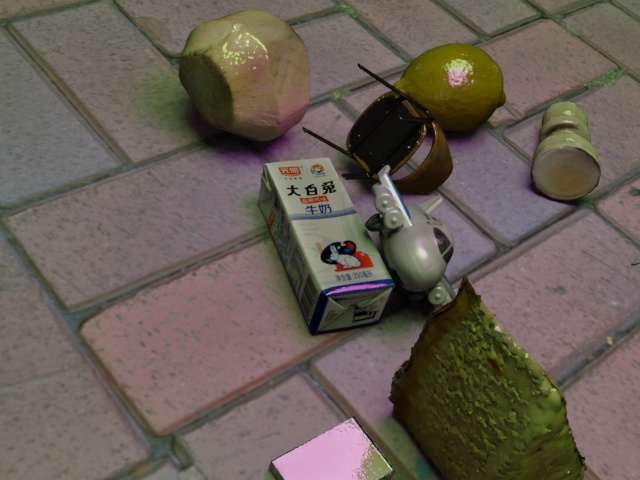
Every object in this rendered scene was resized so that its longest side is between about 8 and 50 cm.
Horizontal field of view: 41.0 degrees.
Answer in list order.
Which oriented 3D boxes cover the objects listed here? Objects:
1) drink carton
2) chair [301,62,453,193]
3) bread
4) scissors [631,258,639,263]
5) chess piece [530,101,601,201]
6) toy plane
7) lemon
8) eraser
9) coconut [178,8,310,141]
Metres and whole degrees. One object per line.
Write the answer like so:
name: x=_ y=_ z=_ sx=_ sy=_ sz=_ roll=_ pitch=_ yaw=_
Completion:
drink carton: x=0.000 y=0.000 z=1.441 sx=0.130 sy=0.107 sz=0.315 roll=-7 pitch=48 yaw=-23
chair: x=0.124 y=-0.183 z=1.569 sx=0.246 sy=0.159 sz=0.172 roll=9 pitch=40 yaw=-57
bread: x=0.277 y=0.204 z=1.193 sx=0.278 sy=0.315 sz=0.248 roll=-7 pitch=50 yaw=-34
scissors: x=0.627 y=0.035 z=1.643 sx=0.083 sy=0.006 sz=0.036 roll=-17 pitch=56 yaw=-28
chess piece: x=0.502 y=-0.199 z=1.761 sx=0.133 sy=0.133 sz=0.243 roll=17 pitch=39 yaw=2
toy plane: x=0.159 y=-0.003 z=1.424 sx=0.122 sy=0.267 sz=0.267 roll=-27 pitch=49 yaw=14
lemon: x=0.265 y=-0.314 z=1.752 sx=0.248 sy=0.184 sz=0.184 roll=1 pitch=47 yaw=-13
eraser: x=0.017 y=0.321 z=1.197 sx=0.150 sy=0.023 sz=0.104 roll=-22 pitch=56 yaw=-31
coconut: x=-0.133 y=-0.314 z=1.609 sx=0.259 sy=0.259 sz=0.259 roll=8 pitch=46 yaw=-8
